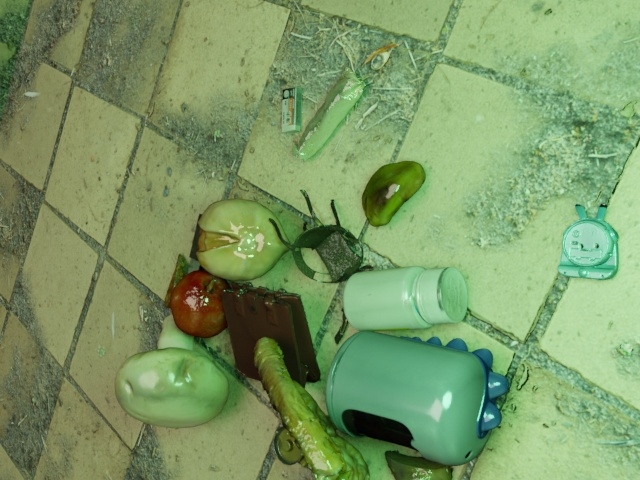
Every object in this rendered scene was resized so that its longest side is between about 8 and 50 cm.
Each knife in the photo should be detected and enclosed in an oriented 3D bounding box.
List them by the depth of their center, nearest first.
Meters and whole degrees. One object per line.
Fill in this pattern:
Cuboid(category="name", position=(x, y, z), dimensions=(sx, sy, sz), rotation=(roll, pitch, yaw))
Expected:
Cuboid(category="knife", position=(0.072, 0.156, 1.690), dimensions=(0.045, 0.021, 0.222), rotation=(32, 106, 32))

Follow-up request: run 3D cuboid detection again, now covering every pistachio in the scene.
Cuboid(category="pistachio", position=(0.159, -0.117, 1.585), dimensions=(0.189, 0.100, 0.110), rotation=(-48, 64, 28))
Cuboid(category="pistachio", position=(-0.214, -0.002, 1.813), dimensions=(0.308, 0.229, 0.230), rotation=(4, 89, 56))

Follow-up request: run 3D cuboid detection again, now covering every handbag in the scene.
Cuboid(category="handbag", position=(-0.133, 0.247, 1.752), dimensions=(0.260, 0.084, 0.276), rotation=(10, 120, 40))

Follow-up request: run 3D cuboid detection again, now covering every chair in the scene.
Cuboid(category="chair", position=(0.000, 0.000, 1.686), dimensions=(0.174, 0.149, 0.213), rotation=(-40, 68, 26))

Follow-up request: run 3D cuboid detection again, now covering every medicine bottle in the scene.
Cuboid(category="medicine bottle", position=(0.187, 0.130, 1.518), dimensions=(0.258, 0.143, 0.144), rotation=(-10, 81, 40))

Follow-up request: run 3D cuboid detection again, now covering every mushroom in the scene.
Cuboid(category="mushroom", position=(-0.423, 0.404, 1.915), dimensions=(0.356, 0.314, 0.315), rotation=(-157, 77, -68))

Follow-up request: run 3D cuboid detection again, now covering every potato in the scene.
Cuboid(category="potato", position=(0.199, 0.536, 1.515), dimensions=(0.171, 0.089, 0.101), rotation=(5, 92, 38))

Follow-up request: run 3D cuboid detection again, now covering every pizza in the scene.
Cuboid(category="pizza", position=(-0.014, 0.409, 1.475), dimensions=(0.080, 0.392, 0.435), rotation=(-39, 90, -1))
Cuboid(category="pizza", position=(-0.445, 0.129, 2.095), dimensions=(0.185, 0.036, 0.176), rotation=(127, 154, -51))

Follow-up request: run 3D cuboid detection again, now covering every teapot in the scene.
Cuboid(category="teapot", position=(-0.036, 0.515, 1.692), dimensions=(0.165, 0.119, 0.130), rotation=(45, 115, 32))

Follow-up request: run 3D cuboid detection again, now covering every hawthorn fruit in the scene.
Cuboid(category="hawthorn fruit", position=(-0.318, 0.163, 1.880), dimensions=(0.197, 0.196, 0.225), rotation=(65, 151, 23))

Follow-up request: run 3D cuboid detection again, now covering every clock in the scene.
Cuboid(category="clock", position=(0.520, 0.001, 1.315), dimensions=(0.108, 0.045, 0.147), rotation=(4, 89, 38))

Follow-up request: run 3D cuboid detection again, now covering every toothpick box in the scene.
Cuboid(category="toothpick box", position=(0.216, 0.321, 1.429), dimensions=(0.354, 0.263, 0.263), rotation=(7, 92, 38))

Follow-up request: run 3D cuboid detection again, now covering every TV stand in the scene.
Cuboid(category="TV stand", position=(-0.364, 0.050, 2.045), dimensions=(0.048, 0.040, 0.257), rotation=(20, 99, 37))

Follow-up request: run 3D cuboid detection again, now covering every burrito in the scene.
Cuboid(category="burrito", position=(0.017, -0.315, 1.745), dimensions=(0.275, 0.059, 0.082), rotation=(-53, 51, 24))

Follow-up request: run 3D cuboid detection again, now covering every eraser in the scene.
Cuboid(category="eraser", position=(-0.079, -0.354, 1.843), dimensions=(0.052, 0.029, 0.122), rotation=(-1, 86, 40))
